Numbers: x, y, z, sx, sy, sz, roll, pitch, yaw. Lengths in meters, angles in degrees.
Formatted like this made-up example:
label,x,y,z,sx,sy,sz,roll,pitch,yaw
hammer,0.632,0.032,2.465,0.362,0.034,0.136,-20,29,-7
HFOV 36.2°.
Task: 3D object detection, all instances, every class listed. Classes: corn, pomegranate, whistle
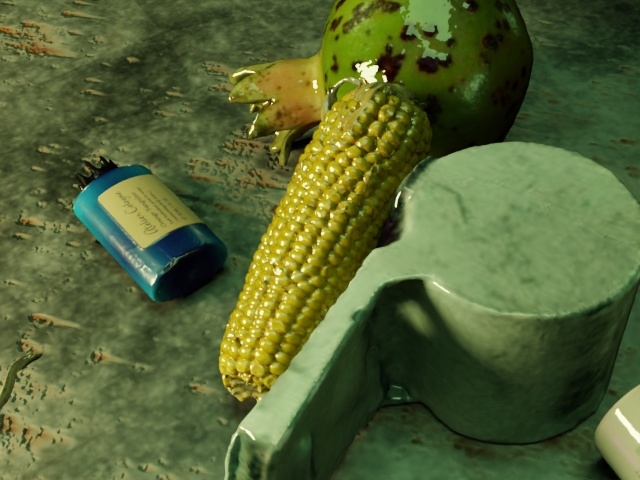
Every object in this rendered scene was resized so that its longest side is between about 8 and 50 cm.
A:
label,x,y,z,sx,sy,sz,roll,pitch,yaw
corn,0.000,0.000,0.806,0.106,0.106,0.293,23,81,23
pomegranate,0.068,-0.148,0.953,0.286,0.231,0.231,-32,50,0
whistle,0.089,0.064,0.767,0.405,0.168,0.188,-21,49,-17

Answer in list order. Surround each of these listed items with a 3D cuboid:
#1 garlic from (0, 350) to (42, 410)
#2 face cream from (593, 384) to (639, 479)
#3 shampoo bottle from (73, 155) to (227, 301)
label,x,y,z,sx,sy,sz,roll,pitch,yaw
garlic,-0.218,0.215,0.620,0.207,0.207,0.257,-14,64,-10
face cream,0.312,0.228,0.653,0.092,0.092,0.311,-21,50,-16
shampoo bottle,-0.173,-0.019,0.941,0.087,0.050,0.183,-33,53,-22
